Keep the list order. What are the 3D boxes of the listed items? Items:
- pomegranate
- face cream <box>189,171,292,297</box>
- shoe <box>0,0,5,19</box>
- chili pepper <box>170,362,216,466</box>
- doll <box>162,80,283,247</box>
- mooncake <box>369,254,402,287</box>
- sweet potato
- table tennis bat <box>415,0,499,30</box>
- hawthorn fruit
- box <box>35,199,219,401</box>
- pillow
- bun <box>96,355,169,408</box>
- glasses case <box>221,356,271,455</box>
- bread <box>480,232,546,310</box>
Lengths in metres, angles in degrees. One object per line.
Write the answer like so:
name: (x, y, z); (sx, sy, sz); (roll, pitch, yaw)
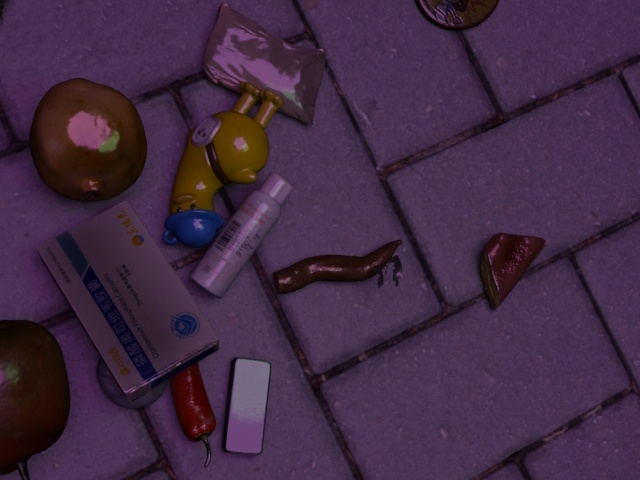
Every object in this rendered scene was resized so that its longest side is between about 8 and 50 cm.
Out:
pomegranate: (-0.435, -0.187, 1.830); (0.233, 0.233, 0.233); (3, 78, -15)
face cream: (-0.151, -0.016, 1.914); (0.082, 0.082, 0.269); (35, 85, -7)
shoe: (-0.654, -0.470, 1.885); (0.275, 0.103, 0.098); (-44, 94, -13)
chili pepper: (-0.247, 0.300, 1.861); (0.071, 0.063, 0.272); (-11, 70, -15)
doll: (-0.209, -0.146, 1.937); (0.199, 0.145, 0.363); (26, 80, 32)
mooncake: (0.002, 0.003, 1.961); (0.346, 0.057, 0.150); (8, 80, 8)
sweet potato: (0.040, 0.057, 1.992); (0.281, 0.059, 0.067); (-9, 70, -17)
table tennis bat: (0.341, -0.607, 2.224); (0.310, 0.038, 0.200); (-44, 94, -15)
hawthorn fruit: (-0.566, 0.291, 1.680); (0.267, 0.268, 0.301); (-16, 87, -18)
box: (-0.360, 0.108, 1.816); (0.200, 0.065, 0.343); (-30, 71, -21)
pillow: (-0.112, -0.368, 2.031); (0.270, 0.067, 0.173); (22, 80, -10)
bun: (-0.351, 0.247, 1.833); (0.140, 0.083, 0.141); (4, 78, -18)
glasses case: (-0.144, 0.323, 1.898); (0.077, 0.039, 0.184); (9, 77, -14)
bread: (0.397, 0.041, 2.091); (0.119, 0.067, 0.192); (46, 72, -11)
